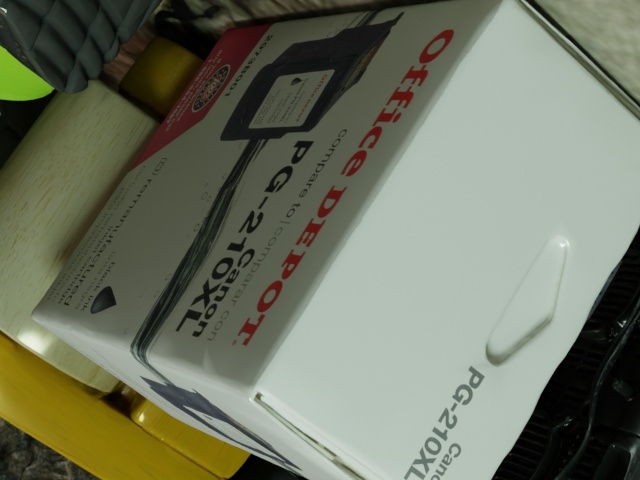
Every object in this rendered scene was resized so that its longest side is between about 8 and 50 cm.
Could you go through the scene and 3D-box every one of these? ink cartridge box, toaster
[{"bbox_3d":[0.000,0.000,0.579,0.100,0.172,0.237,39,166,-26],"label":"ink cartridge box"},{"bbox_3d":[0.123,0.074,0.587,0.110,0.168,0.186,36,168,-25],"label":"toaster"}]

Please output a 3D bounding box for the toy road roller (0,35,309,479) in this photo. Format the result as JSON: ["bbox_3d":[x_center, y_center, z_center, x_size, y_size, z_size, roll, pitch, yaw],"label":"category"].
[{"bbox_3d":[-0.068,0.036,0.839,0.329,0.202,0.240,38,177,-29],"label":"toy road roller"}]

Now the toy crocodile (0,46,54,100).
[{"bbox_3d":[-0.262,-0.147,0.790,0.341,0.115,0.105,23,153,29],"label":"toy crocodile"}]

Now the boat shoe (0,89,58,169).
[{"bbox_3d":[-0.286,-0.128,0.939,0.324,0.122,0.120,39,174,10],"label":"boat shoe"}]

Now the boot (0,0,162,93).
[{"bbox_3d":[-0.168,-0.176,0.416,0.223,0.118,0.338,36,164,12],"label":"boot"}]
